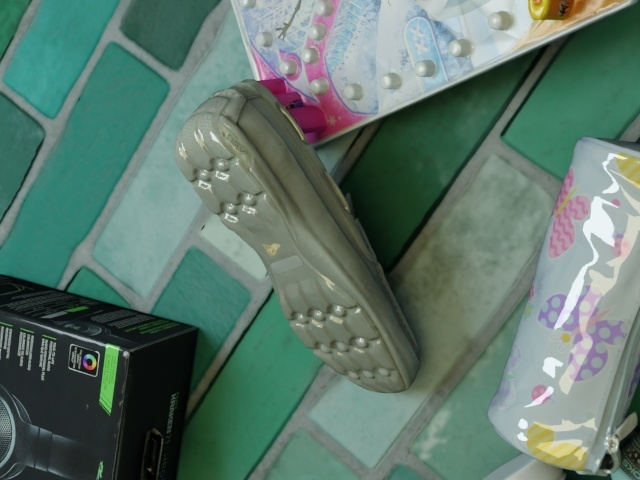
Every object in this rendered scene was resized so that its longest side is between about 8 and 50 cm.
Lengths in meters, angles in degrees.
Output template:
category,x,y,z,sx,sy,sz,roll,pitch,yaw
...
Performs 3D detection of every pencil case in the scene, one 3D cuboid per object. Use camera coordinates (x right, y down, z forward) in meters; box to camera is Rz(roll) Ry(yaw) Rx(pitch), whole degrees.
category,x,y,z,sx,sy,sz,roll,pitch,yaw
pencil case,0.227,0.051,0.774,0.114,0.124,0.273,13,99,-14

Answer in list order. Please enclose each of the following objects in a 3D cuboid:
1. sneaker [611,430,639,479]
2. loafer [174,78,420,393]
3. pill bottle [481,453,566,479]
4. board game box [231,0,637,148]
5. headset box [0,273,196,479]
category,x,y,z,sx,sy,sz,roll,pitch,yaw
sneaker,0.347,0.265,0.770,0.122,0.110,0.283,-40,73,34
loafer,0.000,0.000,0.849,0.112,0.111,0.319,-13,118,44
pill bottle,0.211,0.276,0.807,0.112,0.112,0.186,-37,80,20
board game box,0.029,-0.307,0.796,0.390,0.050,0.389,-19,87,43
headset box,-0.278,0.188,0.988,0.283,0.131,0.246,14,100,20
